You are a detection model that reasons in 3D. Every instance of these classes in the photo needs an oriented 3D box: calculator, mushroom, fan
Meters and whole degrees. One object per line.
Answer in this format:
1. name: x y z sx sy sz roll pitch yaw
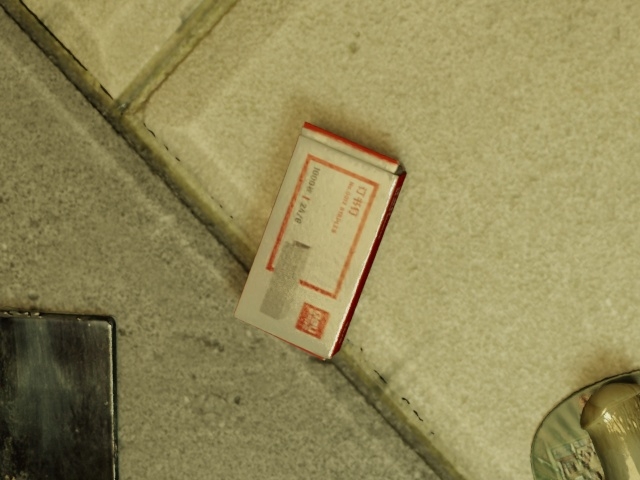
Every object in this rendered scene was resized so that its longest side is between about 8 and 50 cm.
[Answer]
1. calculator: -0.306 0.210 1.877 0.161 0.021 0.261 3 99 16
2. mushroom: 0.313 0.255 1.657 0.081 0.092 0.223 -12 98 -24
3. fan: 0.326 0.273 1.702 0.223 0.012 0.294 7 98 16

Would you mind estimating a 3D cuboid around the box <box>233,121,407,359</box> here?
1. box: 0.000 0.000 1.743 0.123 0.050 0.229 24 103 12
